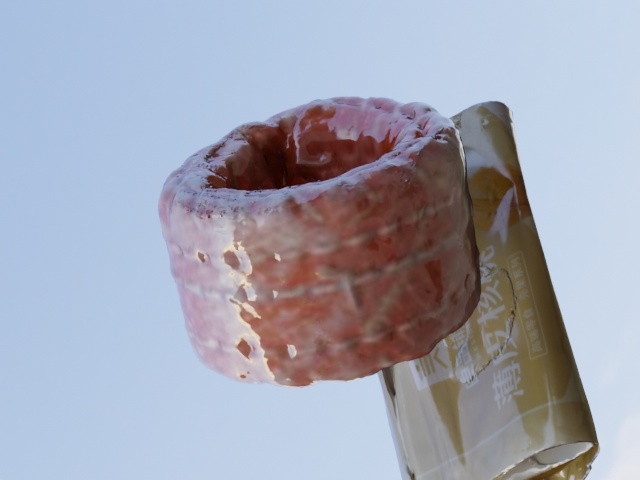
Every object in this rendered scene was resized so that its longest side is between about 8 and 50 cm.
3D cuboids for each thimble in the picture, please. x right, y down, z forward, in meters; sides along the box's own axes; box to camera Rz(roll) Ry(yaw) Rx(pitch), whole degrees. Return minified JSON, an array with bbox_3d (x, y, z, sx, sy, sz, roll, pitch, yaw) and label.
[{"bbox_3d":[0.000,0.000,1.073,0.239,0.239,0.162,-30,-63,-31],"label":"thimble"}]

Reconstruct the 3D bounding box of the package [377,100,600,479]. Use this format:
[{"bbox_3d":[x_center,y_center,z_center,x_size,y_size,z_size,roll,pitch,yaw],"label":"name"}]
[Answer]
[{"bbox_3d":[0.110,0.073,1.194,0.165,0.311,0.221,-9,-26,-4],"label":"package"}]
